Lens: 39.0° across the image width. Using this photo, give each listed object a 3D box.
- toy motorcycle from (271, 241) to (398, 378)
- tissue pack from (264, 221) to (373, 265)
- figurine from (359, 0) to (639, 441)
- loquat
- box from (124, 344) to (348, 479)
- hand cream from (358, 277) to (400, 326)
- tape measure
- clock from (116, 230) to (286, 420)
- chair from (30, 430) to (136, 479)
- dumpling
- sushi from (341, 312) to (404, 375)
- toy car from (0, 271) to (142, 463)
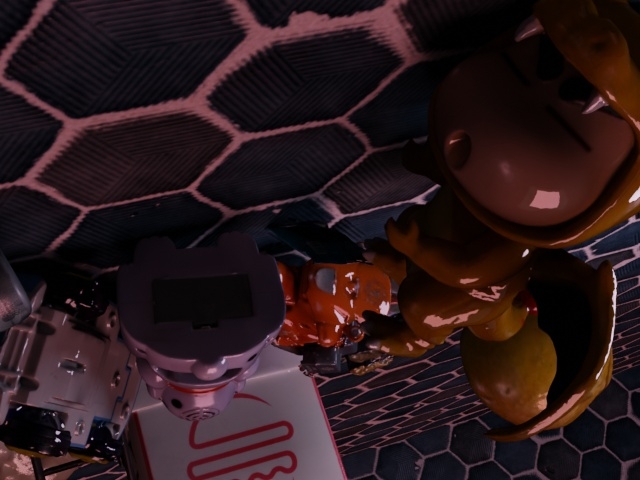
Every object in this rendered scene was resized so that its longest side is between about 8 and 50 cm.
[{"bbox_3d":[-0.006,0.092,1.238,0.221,0.148,0.326,1,160,12],"label":"toy motorcycle"},{"bbox_3d":[0.000,0.000,1.050,0.085,0.028,0.138,0,-165,-28],"label":"tissue pack"},{"bbox_3d":[0.210,-0.055,0.894,0.387,0.268,0.401,-53,178,30],"label":"figurine"},{"bbox_3d":[0.416,0.223,1.759,0.276,0.284,0.276,-25,137,-26],"label":"loquat"},{"bbox_3d":[-0.158,0.349,1.508,0.312,0.300,0.314,-12,159,-17],"label":"box"},{"bbox_3d":[0.070,0.112,1.467,0.088,0.055,0.256,4,157,-39],"label":"hand cream"},{"bbox_3d":[-0.368,0.057,0.848,0.179,0.104,0.107,-14,162,-14],"label":"tape measure"},{"bbox_3d":[-0.143,0.121,1.066,0.188,0.189,0.254,-13,152,-16],"label":"clock"},{"bbox_3d":[-0.367,0.263,1.325,0.154,0.260,0.141,-14,-162,-20],"label":"chair"},{"bbox_3d":[-0.479,0.337,1.447,0.250,0.132,0.162,7,159,-15],"label":"dumpling"},{"bbox_3d":[0.112,0.205,1.734,0.292,0.059,0.294,-20,161,3],"label":"sushi"},{"bbox_3d":[-0.307,0.145,1.042,0.165,0.198,0.314,12,168,12],"label":"toy car"}]
